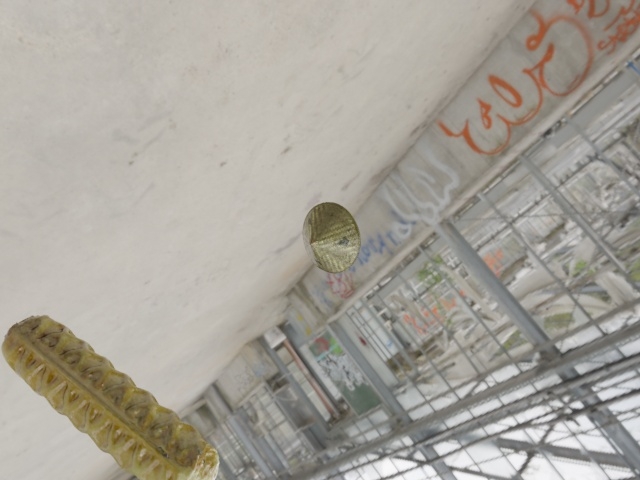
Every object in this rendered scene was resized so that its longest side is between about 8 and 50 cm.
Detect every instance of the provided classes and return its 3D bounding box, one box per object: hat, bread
[{"bbox_3d":[0.000,0.000,1.020,0.067,0.146,0.146,-16,156,-50],"label":"hat"},{"bbox_3d":[-0.286,0.212,0.691,0.084,0.367,0.077,-60,162,1],"label":"bread"}]
